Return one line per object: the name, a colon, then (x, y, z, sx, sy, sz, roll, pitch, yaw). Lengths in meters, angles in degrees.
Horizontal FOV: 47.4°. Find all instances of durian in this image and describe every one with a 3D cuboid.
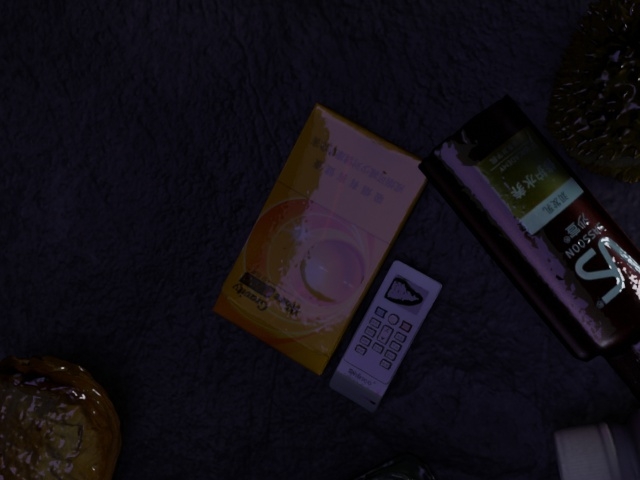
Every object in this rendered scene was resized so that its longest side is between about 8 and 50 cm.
durian: (0.322, -0.163, 0.664, 0.193, 0.138, 0.238, 25, 100, 12)

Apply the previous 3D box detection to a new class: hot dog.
hot dog: (-0.344, 0.267, 0.904, 0.175, 0.114, 0.259, 15, 101, 9)

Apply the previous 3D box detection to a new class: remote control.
remote control: (0.071, 0.106, 0.815, 0.065, 0.029, 0.166, 29, 97, 12)

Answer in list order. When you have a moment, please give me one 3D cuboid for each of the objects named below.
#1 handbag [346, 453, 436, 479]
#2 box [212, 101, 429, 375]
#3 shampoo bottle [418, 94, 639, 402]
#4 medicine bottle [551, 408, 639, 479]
handbag: (0.058, 0.399, 0.821, 0.260, 0.079, 0.248, -32, 86, 16)
box: (0.000, 0.000, 0.818, 0.152, 0.043, 0.269, 29, 101, 11)
shampoo bottle: (0.242, 0.014, 0.722, 0.129, 0.084, 0.323, -35, 84, -19)
medicine bottle: (0.358, 0.227, 0.685, 0.254, 0.152, 0.152, -10, 92, 17)
